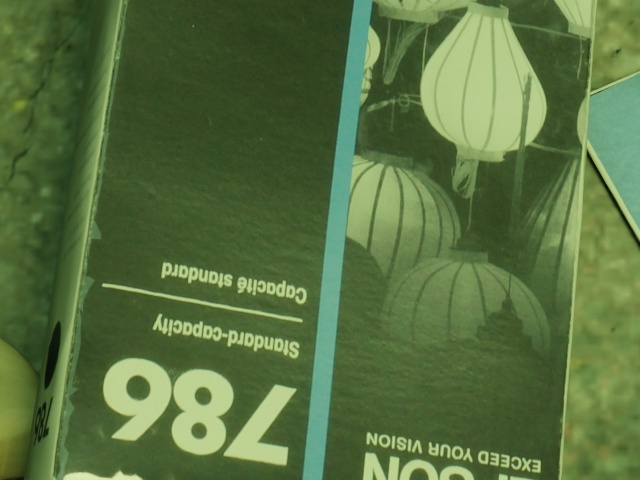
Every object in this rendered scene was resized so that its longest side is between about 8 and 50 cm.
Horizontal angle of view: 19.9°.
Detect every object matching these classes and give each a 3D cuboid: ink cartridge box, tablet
[{"bbox_3d":[0.000,0.000,0.594,0.165,0.065,0.332,10,75,-16],"label":"ink cartridge box"},{"bbox_3d":[0.134,-0.030,0.693,0.054,0.006,0.083,-23,62,-3],"label":"tablet"}]

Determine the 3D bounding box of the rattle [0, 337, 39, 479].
[{"bbox_3d":[-0.190,0.076,0.683,0.200,0.142,0.130,24,36,36],"label":"rattle"}]
